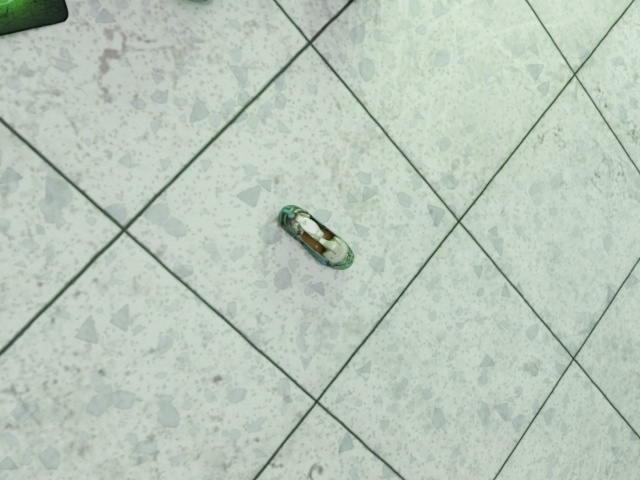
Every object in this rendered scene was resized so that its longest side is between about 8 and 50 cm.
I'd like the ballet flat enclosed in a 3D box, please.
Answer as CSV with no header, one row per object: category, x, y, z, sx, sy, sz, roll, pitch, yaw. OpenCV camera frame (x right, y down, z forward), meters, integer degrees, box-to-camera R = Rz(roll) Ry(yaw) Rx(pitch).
ballet flat,0.000,0.000,1.070,0.188,0.070,0.070,34,78,-22

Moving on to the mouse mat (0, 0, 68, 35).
mouse mat,-0.482,-0.381,0.818,0.190,0.007,0.152,-28,134,-29
